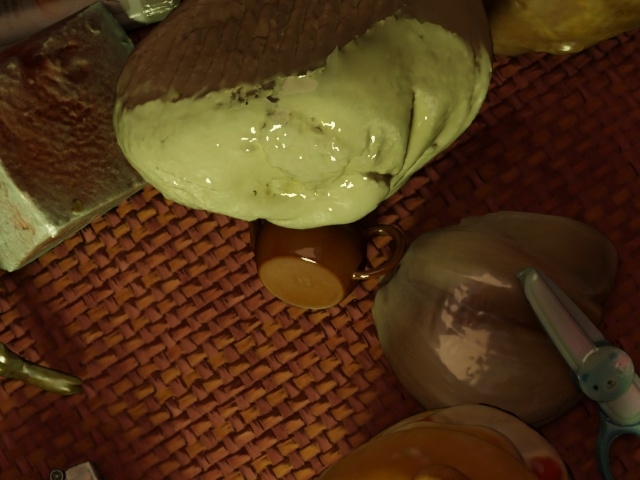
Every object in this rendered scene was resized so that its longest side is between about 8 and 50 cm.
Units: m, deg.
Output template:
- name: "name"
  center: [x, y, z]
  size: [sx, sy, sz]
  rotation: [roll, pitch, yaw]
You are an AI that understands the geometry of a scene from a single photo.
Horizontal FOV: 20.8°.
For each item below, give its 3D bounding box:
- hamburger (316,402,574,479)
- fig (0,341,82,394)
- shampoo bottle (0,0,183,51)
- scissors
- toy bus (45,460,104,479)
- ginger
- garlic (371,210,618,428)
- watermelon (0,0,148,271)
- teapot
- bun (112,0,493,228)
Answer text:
- name: "hamburger"
  center: [0.099, 0.285, 1.515]
  size: [0.276, 0.237, 0.276]
  rotation: [1, 94, 14]
- name: "fig"
  center: [-0.391, 0.060, 1.670]
  size: [0.368, 0.286, 0.286]
  rotation: [23, 79, -12]
- name: "shampoo bottle"
  center: [-0.259, -0.246, 1.810]
  size: [0.227, 0.056, 0.086]
  rotation: [-14, 77, 4]
- name: "scissors"
  center: [0.261, 0.124, 1.608]
  size: [0.125, 0.030, 0.256]
  rotation: [-40, 103, -2]
- name: "toy bus"
  center: [-0.271, 0.260, 1.699]
  size: [0.130, 0.037, 0.052]
  rotation: [-28, 79, -1]
- name: "ginger"
  center: [0.250, -0.291, 1.673]
  size: [0.269, 0.223, 0.200]
  rotation: [-25, 78, -1]
- name: "garlic"
  center: [0.158, 0.073, 1.652]
  size: [0.228, 0.110, 0.217]
  rotation: [8, 81, 9]
- name: "watermelon"
  center: [-0.282, -0.109, 1.705]
  size: [0.261, 0.201, 0.213]
  rotation: [-33, 92, -3]
- name: "teapot"
  center: [0.000, 0.000, 1.694]
  size: [0.173, 0.116, 0.116]
  rotation: [5, 77, 20]
- name: "bun"
  center: [-0.007, -0.136, 1.636]
  size: [0.359, 0.360, 0.211]
  rotation: [-20, 118, 3]
